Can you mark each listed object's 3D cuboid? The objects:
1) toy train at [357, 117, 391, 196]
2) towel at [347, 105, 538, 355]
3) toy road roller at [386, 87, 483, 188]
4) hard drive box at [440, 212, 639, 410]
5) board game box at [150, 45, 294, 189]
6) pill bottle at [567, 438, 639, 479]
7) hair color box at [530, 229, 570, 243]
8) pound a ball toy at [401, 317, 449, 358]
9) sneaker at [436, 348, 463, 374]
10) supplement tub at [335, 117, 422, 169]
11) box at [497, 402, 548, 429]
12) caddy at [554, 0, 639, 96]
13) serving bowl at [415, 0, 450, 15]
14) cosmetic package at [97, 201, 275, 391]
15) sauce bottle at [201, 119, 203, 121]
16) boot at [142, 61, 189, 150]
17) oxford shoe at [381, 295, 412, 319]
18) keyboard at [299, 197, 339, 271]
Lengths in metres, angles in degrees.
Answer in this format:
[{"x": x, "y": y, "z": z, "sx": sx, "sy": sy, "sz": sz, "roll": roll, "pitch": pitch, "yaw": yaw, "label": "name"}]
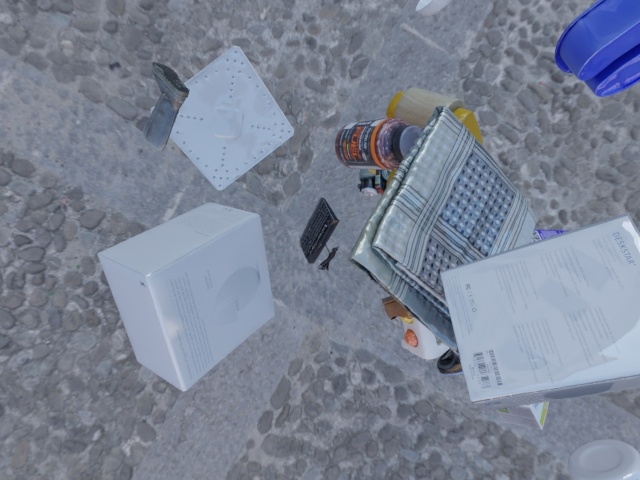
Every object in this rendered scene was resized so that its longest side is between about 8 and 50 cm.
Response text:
[{"x": 0.241, "y": -0.321, "z": 1.592, "sx": 0.191, "sy": 0.142, "sz": 0.333, "roll": -3, "pitch": 73, "yaw": 28, "label": "toy train"}, {"x": 0.226, "y": -0.007, "z": 0.666, "sx": 0.312, "sy": 0.056, "sz": 0.324, "roll": 40, "pitch": 70, "yaw": -25, "label": "towel"}, {"x": 0.273, "y": -0.203, "z": 1.070, "sx": 0.203, "sy": 0.329, "sz": 0.240, "roll": 33, "pitch": 86, "yaw": 37, "label": "toy road roller"}, {"x": 0.290, "y": 0.097, "z": 0.511, "sx": 0.232, "sy": 0.089, "sz": 0.180, "roll": -21, "pitch": 54, "yaw": 26, "label": "hard drive box"}, {"x": -0.354, "y": -0.448, "z": 1.553, "sx": 0.390, "sy": 0.050, "sz": 0.390, "roll": -38, "pitch": 126, "yaw": -2, "label": "board game box"}, {"x": 0.548, "y": 0.482, "z": 0.726, "sx": 0.121, "sy": 0.121, "sz": 0.216, "roll": -27, "pitch": 88, "yaw": -3, "label": "pill bottle"}, {"x": 0.844, "y": 0.066, "z": 1.394, "sx": 0.339, "sy": 0.110, "sz": 0.185, "roll": 2, "pitch": 126, "yaw": 9, "label": "hair color box"}, {"x": 0.295, "y": 0.234, "z": 1.311, "sx": 0.136, "sy": 0.208, "sz": 0.318, "roll": -16, "pitch": 101, "yaw": -21, "label": "pound a ball toy"}, {"x": 0.292, "y": 0.204, "z": 0.832, "sx": 0.078, "sy": 0.067, "sz": 0.188, "roll": 23, "pitch": 126, "yaw": -10, "label": "sneaker"}, {"x": 0.125, "y": -0.202, "z": 0.868, "sx": 0.106, "sy": 0.198, "sz": 0.105, "roll": -7, "pitch": 102, "yaw": -33, "label": "supplement tub"}, {"x": 0.614, "y": 0.439, "z": 1.235, "sx": 0.203, "sy": 0.114, "sz": 0.103, "roll": -50, "pitch": 117, "yaw": -36, "label": "box"}, {"x": 0.813, "y": -0.558, "z": 1.091, "sx": 0.242, "sy": 0.341, "sz": 0.179, "roll": 16, "pitch": 55, "yaw": -33, "label": "caddy"}, {"x": 0.183, "y": -0.372, "z": 0.618, "sx": 0.027, "sy": 0.083, "sz": 0.083, "roll": 35, "pitch": 89, "yaw": -21, "label": "serving bowl"}, {"x": -0.212, "y": 0.084, "z": 0.707, "sx": 0.138, "sy": 0.225, "sz": 0.223, "roll": 14, "pitch": 123, "yaw": 31, "label": "cosmetic package"}, {"x": -0.445, "y": -0.390, "z": 1.676, "sx": 0.112, "sy": 0.344, "sz": 0.111, "roll": 1, "pitch": 63, "yaw": -2, "label": "sauce bottle"}, {"x": -0.492, "y": -0.411, "z": 1.261, "sx": 0.189, "sy": 0.076, "sz": 0.208, "roll": 54, "pitch": 127, "yaw": 25, "label": "boot"}, {"x": 0.253, "y": 0.171, "z": 1.114, "sx": 0.076, "sy": 0.212, "sz": 0.075, "roll": -3, "pitch": 72, "yaw": -30, "label": "oxford shoe"}, {"x": 0.000, "y": 0.000, "z": 1.574, "sx": 0.033, "sy": 0.317, "sz": 0.201, "roll": -19, "pitch": 66, "yaw": -29, "label": "keyboard"}]
